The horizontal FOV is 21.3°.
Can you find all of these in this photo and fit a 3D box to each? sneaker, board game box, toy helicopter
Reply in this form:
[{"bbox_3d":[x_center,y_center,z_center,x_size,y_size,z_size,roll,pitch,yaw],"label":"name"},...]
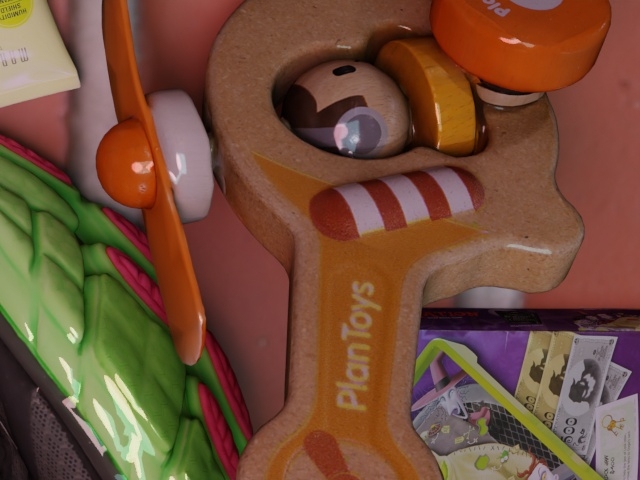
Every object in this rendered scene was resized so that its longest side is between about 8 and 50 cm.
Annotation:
[{"bbox_3d":[-0.112,0.174,0.833,0.202,0.185,0.483,-21,99,7],"label":"sneaker"},{"bbox_3d":[0.099,0.208,0.963,0.208,0.056,0.347,0,105,-17],"label":"board game box"},{"bbox_3d":[0.000,0.000,0.744,0.235,0.355,0.140,11,136,-5],"label":"toy helicopter"}]

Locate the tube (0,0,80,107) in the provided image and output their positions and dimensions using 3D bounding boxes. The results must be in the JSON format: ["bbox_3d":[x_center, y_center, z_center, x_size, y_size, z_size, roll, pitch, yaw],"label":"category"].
[{"bbox_3d":[-0.184,-0.172,0.793,0.070,0.062,0.240,2,117,29],"label":"tube"}]
